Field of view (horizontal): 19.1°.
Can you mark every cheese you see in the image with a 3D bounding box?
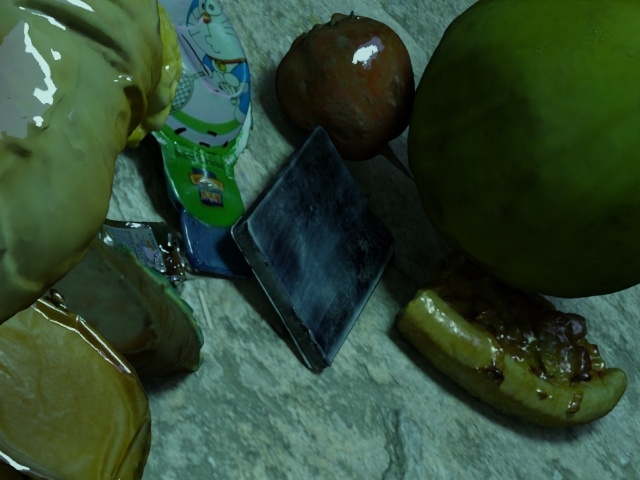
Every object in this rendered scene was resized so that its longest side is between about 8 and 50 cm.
[{"bbox_3d":[-0.118,-0.118,1.735,0.204,0.083,0.320,14,56,-54],"label":"cheese"}]

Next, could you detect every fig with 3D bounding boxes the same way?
[{"bbox_3d":[0.262,-0.113,1.846,0.343,0.343,0.343,35,33,-26],"label":"fig"}]

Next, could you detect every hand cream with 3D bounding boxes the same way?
[{"bbox_3d":[-0.176,-0.002,1.579,0.163,0.039,0.062,19,40,-52],"label":"hand cream"}]

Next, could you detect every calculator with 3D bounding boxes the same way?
[{"bbox_3d":[0.000,0.000,1.796,0.161,0.021,0.261,60,26,-12],"label":"calculator"}]

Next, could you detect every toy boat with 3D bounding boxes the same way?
[{"bbox_3d":[-0.175,0.045,1.461,0.293,0.108,0.099,36,0,-35],"label":"toy boat"}]

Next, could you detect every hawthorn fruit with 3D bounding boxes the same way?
[{"bbox_3d":[0.029,-0.141,1.922,0.149,0.149,0.189,4,71,-53],"label":"hawthorn fruit"}]

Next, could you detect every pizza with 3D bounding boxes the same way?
[{"bbox_3d":[0.193,0.083,1.944,0.335,0.086,0.226,22,41,-39],"label":"pizza"}]

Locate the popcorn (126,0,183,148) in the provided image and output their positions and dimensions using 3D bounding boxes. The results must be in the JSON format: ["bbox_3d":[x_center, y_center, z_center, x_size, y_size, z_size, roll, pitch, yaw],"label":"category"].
[{"bbox_3d":[-0.201,-0.152,1.582,0.180,0.180,0.170,58,3,13],"label":"popcorn"}]

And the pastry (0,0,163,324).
[{"bbox_3d":[-0.289,-0.090,1.184,0.245,0.409,0.409,44,28,-34],"label":"pastry"}]

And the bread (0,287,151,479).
[{"bbox_3d":[-0.210,0.129,1.308,0.199,0.104,0.199,33,30,-22],"label":"bread"}]
